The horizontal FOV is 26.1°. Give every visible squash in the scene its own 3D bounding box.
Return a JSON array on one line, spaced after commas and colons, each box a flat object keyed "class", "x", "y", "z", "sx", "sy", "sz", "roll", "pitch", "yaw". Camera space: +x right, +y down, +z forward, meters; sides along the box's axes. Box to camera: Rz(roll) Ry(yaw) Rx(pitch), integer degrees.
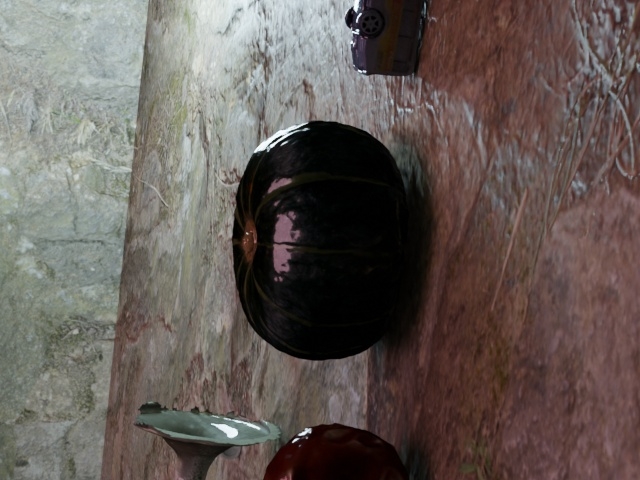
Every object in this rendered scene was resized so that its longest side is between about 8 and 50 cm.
[{"class": "squash", "x": 0.000, "y": 0.000, "z": 1.431, "sx": 0.252, "sy": 0.165, "sz": 0.252, "roll": -178, "pitch": 90, "yaw": -73}]

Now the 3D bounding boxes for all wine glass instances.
[{"class": "wine glass", "x": -0.178, "y": 0.391, "z": 1.823, "sx": 0.238, "sy": 0.238, "sz": 0.323, "roll": -154, "pitch": 69, "yaw": -73}]

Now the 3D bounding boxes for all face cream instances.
[{"class": "face cream", "x": -0.150, "y": 0.300, "z": 2.102, "sx": 0.130, "sy": 0.034, "sz": 0.034, "roll": -153, "pitch": 69, "yaw": -74}]

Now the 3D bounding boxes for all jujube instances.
[{"class": "jujube", "x": 0.005, "y": 0.281, "z": 1.348, "sx": 0.230, "sy": 0.155, "sz": 0.155, "roll": 111, "pitch": 158, "yaw": -48}]

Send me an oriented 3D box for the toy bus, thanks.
[{"class": "toy bus", "x": 0.072, "y": -0.265, "z": 1.429, "sx": 0.064, "sy": 0.075, "sz": 0.190, "roll": -130, "pitch": 47, "yaw": -71}]
